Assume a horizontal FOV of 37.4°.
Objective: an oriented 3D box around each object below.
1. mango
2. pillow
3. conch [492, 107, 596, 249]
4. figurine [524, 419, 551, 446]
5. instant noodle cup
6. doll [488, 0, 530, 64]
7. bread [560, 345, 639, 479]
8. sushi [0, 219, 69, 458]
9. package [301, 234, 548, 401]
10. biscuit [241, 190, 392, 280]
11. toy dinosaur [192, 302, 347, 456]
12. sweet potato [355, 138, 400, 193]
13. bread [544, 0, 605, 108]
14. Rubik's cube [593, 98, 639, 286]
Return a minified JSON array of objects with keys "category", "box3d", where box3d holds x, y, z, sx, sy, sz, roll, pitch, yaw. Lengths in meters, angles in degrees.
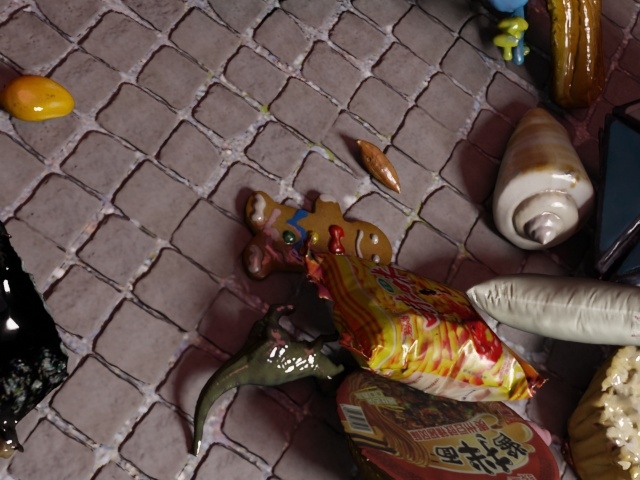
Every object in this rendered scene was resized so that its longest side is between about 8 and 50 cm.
[{"category":"mango","box3d":[-0.341,-0.170,1.146,0.089,0.046,0.060,6,66,-35]},{"category":"pillow","box3d":[0.324,0.085,1.191,0.144,0.254,0.078,-4,100,-64]},{"category":"conch","box3d":[0.326,-0.099,1.345,0.158,0.127,0.255,16,61,-15]},{"category":"figurine","box3d":[0.246,0.258,1.176,0.083,0.071,0.067,4,23,-30]},{"category":"instant noodle cup","box3d":[0.130,0.253,1.082,0.274,0.090,0.274,18,23,-8]},{"category":"doll","box3d":[0.268,-0.443,1.417,0.099,0.345,0.341,-3,20,11]},{"category":"bread","box3d":[0.452,0.243,1.225,0.274,0.149,0.274,8,69,-22]},{"category":"sushi","box3d":[-0.377,0.096,0.907,0.219,0.225,0.238,-28,46,-22]},{"category":"package","box3d":[0.110,0.108,1.120,0.288,0.108,0.223,16,20,-25]},{"category":"biscuit","box3d":[0.000,0.000,1.218,0.205,0.031,0.138,11,62,-20]},{"category":"toy dinosaur","box3d":[-0.042,0.171,1.085,0.187,0.087,0.178,17,60,-14]},{"category":"sweet potato","box3d":[0.080,-0.102,1.299,0.034,0.034,0.095,-40,97,-32]},{"category":"bread","box3d":[0.386,-0.343,1.438,0.139,0.077,0.270,-47,130,-49]},{"category":"Rubik's cube","box3d":[0.576,-0.035,1.268,0.310,0.307,0.305,34,55,-31]}]
